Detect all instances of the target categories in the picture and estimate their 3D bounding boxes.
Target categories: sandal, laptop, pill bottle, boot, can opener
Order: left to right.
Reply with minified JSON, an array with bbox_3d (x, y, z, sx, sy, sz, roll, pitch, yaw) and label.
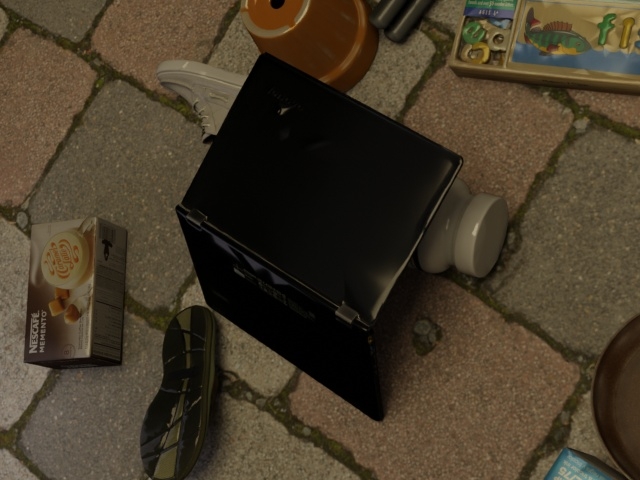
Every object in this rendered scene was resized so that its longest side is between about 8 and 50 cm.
[{"bbox_3d":[-0.209,0.253,1.942,0.120,0.086,0.303,-6,60,29],"label":"sandal"},{"bbox_3d":[-0.190,-0.227,2.043,0.258,0.095,0.123,15,77,27],"label":"boot"},{"bbox_3d":[0.000,0.000,1.808,0.382,0.408,0.236,32,62,28],"label":"laptop"},{"bbox_3d":[0.140,-0.037,1.812,0.264,0.153,0.153,16,84,26],"label":"pill bottle"},{"bbox_3d":[0.180,-0.456,1.959,0.280,0.074,0.093,-56,28,1],"label":"can opener"}]

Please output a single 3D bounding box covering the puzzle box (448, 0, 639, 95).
[{"bbox_3d":[0.420,-0.366,1.826,0.409,0.052,0.272,10,80,27],"label":"puzzle box"}]

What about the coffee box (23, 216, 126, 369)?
[{"bbox_3d":[-0.425,0.094,2.067,0.141,0.098,0.246,-6,74,23],"label":"coffee box"}]

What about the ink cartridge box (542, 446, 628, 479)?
[{"bbox_3d":[0.351,0.443,1.564,0.197,0.198,0.270,32,91,27],"label":"ink cartridge box"}]

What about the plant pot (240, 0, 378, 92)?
[{"bbox_3d":[-0.032,-0.357,1.953,0.205,0.188,0.205,-6,74,23],"label":"plant pot"}]

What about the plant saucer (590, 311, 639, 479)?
[{"bbox_3d":[0.521,0.220,1.591,0.310,0.050,0.310,-7,59,12],"label":"plant saucer"}]
